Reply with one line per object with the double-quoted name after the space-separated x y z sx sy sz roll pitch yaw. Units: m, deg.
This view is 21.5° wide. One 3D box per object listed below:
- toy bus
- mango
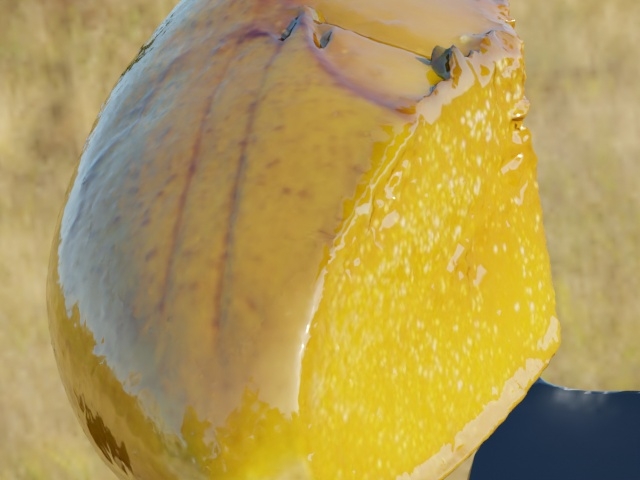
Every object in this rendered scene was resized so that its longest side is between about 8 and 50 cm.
0.309 0.222 1.300 0.386 0.171 0.162 4 -27 35 "toy bus"
0.000 0.000 0.679 0.199 0.201 0.350 -44 15 33 "mango"
